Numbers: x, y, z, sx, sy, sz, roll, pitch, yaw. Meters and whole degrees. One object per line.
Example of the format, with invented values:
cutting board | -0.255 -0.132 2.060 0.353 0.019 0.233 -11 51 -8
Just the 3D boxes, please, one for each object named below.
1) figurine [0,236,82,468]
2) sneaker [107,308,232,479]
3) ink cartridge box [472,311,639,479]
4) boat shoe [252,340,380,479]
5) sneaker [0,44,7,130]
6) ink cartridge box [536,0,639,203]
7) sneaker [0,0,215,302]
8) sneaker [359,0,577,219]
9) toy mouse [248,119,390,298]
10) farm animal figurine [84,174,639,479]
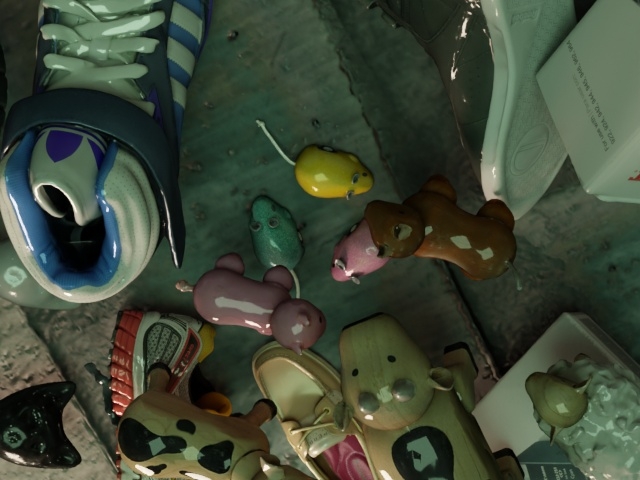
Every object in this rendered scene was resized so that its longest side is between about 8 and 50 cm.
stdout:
figurine | -0.291 0.081 1.370 0.210 0.092 0.214 2 100 -7
sneaker | -0.118 0.165 1.402 0.093 0.088 0.225 -1 112 1
ink cartridge box | 0.215 0.248 1.357 0.296 0.066 0.261 45 105 16
boat shoe | 0.005 0.154 1.408 0.063 0.059 0.170 -35 107 15
sneaker | -0.301 -0.144 1.181 0.140 0.340 0.125 -24 141 22
ink cartridge box | 0.304 -0.146 1.155 0.198 0.114 0.273 4 143 -32
sneaker | -0.149 -0.116 1.208 0.130 0.236 0.322 6 113 0
sneaker | 0.105 -0.148 1.270 0.104 0.147 0.295 -42 143 -25
toy mouse | 0.000 0.000 1.360 0.161 0.031 0.143 20 112 -6
farm animal figurine | 0.040 0.131 1.250 0.330 0.172 0.326 -39 100 16
